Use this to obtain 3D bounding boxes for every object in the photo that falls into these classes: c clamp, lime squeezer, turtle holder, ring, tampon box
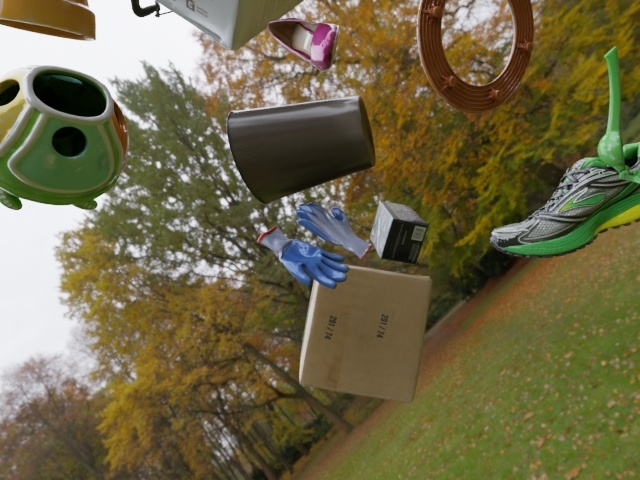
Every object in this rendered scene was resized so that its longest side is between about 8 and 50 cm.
[{"bbox_3d":[-0.463,-0.676,1.232,0.137,0.022,0.160,-45,-19,-31],"label":"c clamp"},{"bbox_3d":[0.488,-0.127,0.663,0.110,0.310,0.059,-44,-6,24],"label":"lime squeezer"},{"bbox_3d":[-0.512,-0.211,0.825,0.227,0.320,0.243,-37,35,42],"label":"turtle holder"},{"bbox_3d":[0.348,-0.446,0.974,0.336,0.336,0.032,-40,25,-15],"label":"ring"},{"bbox_3d":[0.213,-0.025,1.268,0.161,0.101,0.120,-104,26,-67],"label":"tampon box"}]

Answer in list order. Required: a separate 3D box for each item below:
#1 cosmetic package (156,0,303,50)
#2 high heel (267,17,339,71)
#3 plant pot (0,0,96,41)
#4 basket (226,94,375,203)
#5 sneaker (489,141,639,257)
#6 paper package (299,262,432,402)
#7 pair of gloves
[{"bbox_3d":[-0.185,-0.708,0.991,0.393,0.329,0.327,-53,-5,-33],"label":"cosmetic package"},{"bbox_3d":[-0.036,-0.373,0.834,0.244,0.117,0.082,-102,26,-57],"label":"high heel"},{"bbox_3d":[-0.581,-0.539,0.951,0.205,0.205,0.188,-16,-62,-58],"label":"plant pot"},{"bbox_3d":[-0.023,-0.175,0.833,0.227,0.154,0.204,-11,-35,15],"label":"basket"},{"bbox_3d":[0.486,-0.075,0.881,0.344,0.146,0.134,-27,10,6],"label":"sneaker"},{"bbox_3d":[0.115,0.231,1.213,0.168,0.310,0.324,62,-143,-84],"label":"paper package"},{"bbox_3d":[0.000,0.000,0.782,0.198,0.159,0.023,-43,-19,-45],"label":"pair of gloves"}]
